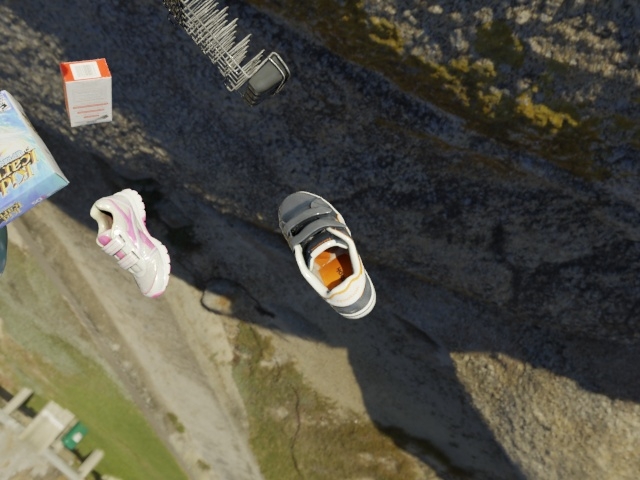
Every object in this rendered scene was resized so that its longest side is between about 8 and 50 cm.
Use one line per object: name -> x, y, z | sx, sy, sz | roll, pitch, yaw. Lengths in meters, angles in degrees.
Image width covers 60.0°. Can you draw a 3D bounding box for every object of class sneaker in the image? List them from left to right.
sneaker -> -0.413, 0.012, 1.177 | 0.103, 0.111, 0.252 | -37, 77, 33
sneaker -> 0.000, 0.000, 1.095 | 0.321, 0.126, 0.127 | 55, -178, 33

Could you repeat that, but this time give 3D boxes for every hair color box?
hair color box -> -0.511, -0.321, 1.217 | 0.053, 0.093, 0.167 | 67, 153, 15

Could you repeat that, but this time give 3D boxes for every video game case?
video game case -> -0.688, -0.138, 1.115 | 0.244, 0.269, 0.061 | 52, 172, 17

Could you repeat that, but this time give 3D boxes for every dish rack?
dish rack -> -0.176, -0.350, 0.951 | 0.271, 0.074, 0.208 | 48, 174, -11

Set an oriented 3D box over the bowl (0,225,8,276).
bowl -> -0.922, 0.034, 1.378 | 0.163, 0.311, 0.311 | 28, 147, 40
